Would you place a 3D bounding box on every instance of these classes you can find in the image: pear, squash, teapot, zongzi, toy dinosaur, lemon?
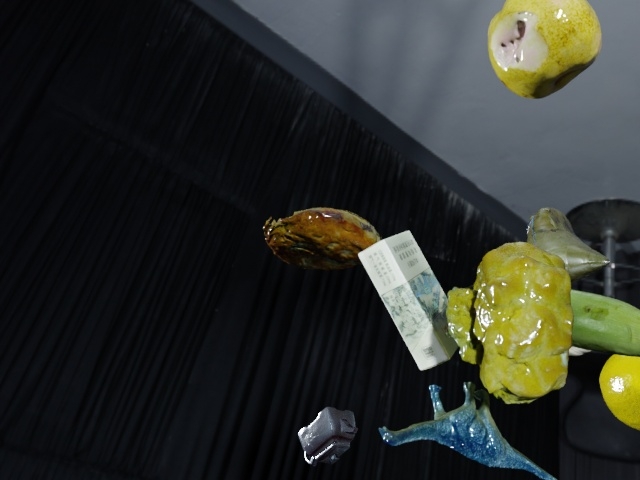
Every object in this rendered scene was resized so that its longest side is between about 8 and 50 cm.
[{"bbox_3d":[0.544,-0.495,1.295,0.270,0.271,0.271,12,154,6],"label":"pear"},{"bbox_3d":[0.530,0.159,1.026,0.118,0.119,0.370,26,174,-21],"label":"squash"},{"bbox_3d":[0.022,0.458,1.196,0.087,0.096,0.177,23,122,-34],"label":"teapot"},{"bbox_3d":[0.831,-0.001,1.756,0.159,0.323,0.360,17,156,-10],"label":"zongzi"},{"bbox_3d":[0.264,0.332,0.902,0.362,0.147,0.076,24,134,-11],"label":"toy dinosaur"},{"bbox_3d":[0.917,0.395,1.430,0.240,0.241,0.219,20,146,-9],"label":"lemon"}]

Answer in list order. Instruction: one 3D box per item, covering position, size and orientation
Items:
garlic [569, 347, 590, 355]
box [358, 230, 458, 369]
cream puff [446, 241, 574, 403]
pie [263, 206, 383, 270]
[{"bbox_3d":[0.813,0.324,1.799,0.225,0.199,0.199,-23,170,-29],"label":"garlic"},{"bbox_3d":[0.192,0.113,1.067,0.069,0.257,0.164,-32,173,27],"label":"box"},{"bbox_3d":[0.301,0.135,0.873,0.184,0.282,0.282,6,153,9],"label":"cream puff"},{"bbox_3d":[0.000,0.001,1.293,0.307,0.086,0.308,7,159,3],"label":"pie"}]
